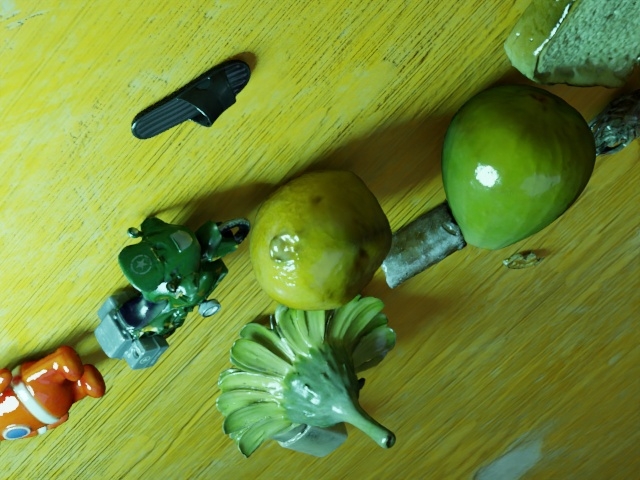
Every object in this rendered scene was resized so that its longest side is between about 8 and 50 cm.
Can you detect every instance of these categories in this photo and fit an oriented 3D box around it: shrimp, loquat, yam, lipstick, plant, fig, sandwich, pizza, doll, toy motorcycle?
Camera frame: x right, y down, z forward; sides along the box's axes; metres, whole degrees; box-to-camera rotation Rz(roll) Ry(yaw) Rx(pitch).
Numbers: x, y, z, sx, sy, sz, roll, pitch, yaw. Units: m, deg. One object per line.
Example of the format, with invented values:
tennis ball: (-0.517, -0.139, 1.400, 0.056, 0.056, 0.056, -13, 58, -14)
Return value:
shrimp: (0.446, -0.172, 2.177, 0.190, 0.075, 0.073, -34, -174, 31)
loquat: (0.000, 0.000, 1.952, 0.187, 0.176, 0.234, -46, 167, 28)
yam: (0.150, 0.006, 2.192, 0.141, 0.079, 0.079, -30, 151, 6)
lipstick: (-0.051, 0.308, 2.489, 0.077, 0.079, 0.253, -38, 150, 15)
plant: (0.016, 0.223, 2.275, 0.306, 0.297, 0.261, -65, 165, 7)
fig: (0.261, -0.106, 1.993, 0.207, 0.207, 0.230, -15, 154, -24)
sandwich: (0.368, -0.309, 1.872, 0.226, 0.087, 0.251, -8, 142, -35)
pizza: (0.342, 0.033, 2.461, 0.083, 0.016, 0.037, -5, 144, -29)
doll: (-0.465, 0.264, 2.037, 0.336, 0.105, 0.200, -30, 151, 2)
toy motorcycle: (-0.212, 0.066, 1.933, 0.187, 0.125, 0.275, -9, 147, -47)

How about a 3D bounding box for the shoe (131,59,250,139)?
shoe: (-0.146, -0.151, 1.716, 0.159, 0.053, 0.062, -27, 147, 2)
